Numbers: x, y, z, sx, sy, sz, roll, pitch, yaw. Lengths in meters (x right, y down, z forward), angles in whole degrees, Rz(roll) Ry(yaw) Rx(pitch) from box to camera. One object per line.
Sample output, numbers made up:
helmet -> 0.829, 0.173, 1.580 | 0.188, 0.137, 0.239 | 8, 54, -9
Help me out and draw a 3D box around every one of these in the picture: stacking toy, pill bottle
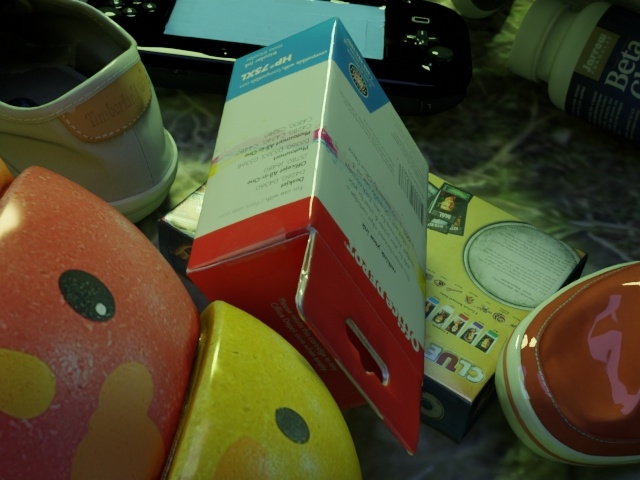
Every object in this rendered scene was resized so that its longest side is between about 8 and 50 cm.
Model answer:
stacking toy -> -0.100, 0.111, 0.498 | 0.479, 0.351, 0.351 | 19, 44, -11
pill bottle -> 0.243, -0.136, 0.882 | 0.169, 0.094, 0.094 | 27, 48, 19

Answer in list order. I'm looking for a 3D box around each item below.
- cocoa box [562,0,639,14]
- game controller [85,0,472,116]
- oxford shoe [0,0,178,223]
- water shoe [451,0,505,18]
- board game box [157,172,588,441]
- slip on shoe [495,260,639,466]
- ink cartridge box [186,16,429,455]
cocoa box -> 0.294, -0.295, 0.855 | 0.347, 0.231, 0.228 | 18, 89, -4
game controller -> -0.035, -0.170, 0.903 | 0.319, 0.067, 0.166 | 7, 45, -1
oxford shoe -> -0.294, -0.157, 0.817 | 0.449, 0.130, 0.169 | 27, 50, 21
water shoe -> 0.141, -0.272, 1.041 | 0.080, 0.073, 0.203 | -5, 40, 30
board game box -> 0.035, 0.011, 0.747 | 0.243, 0.042, 0.165 | 30, 49, 21
slip on shoe -> 0.257, 0.049, 0.679 | 0.331, 0.101, 0.123 | -13, 69, -19
ink cartridge box -> 0.000, 0.000, 0.617 | 0.078, 0.134, 0.231 | -18, 40, 23
